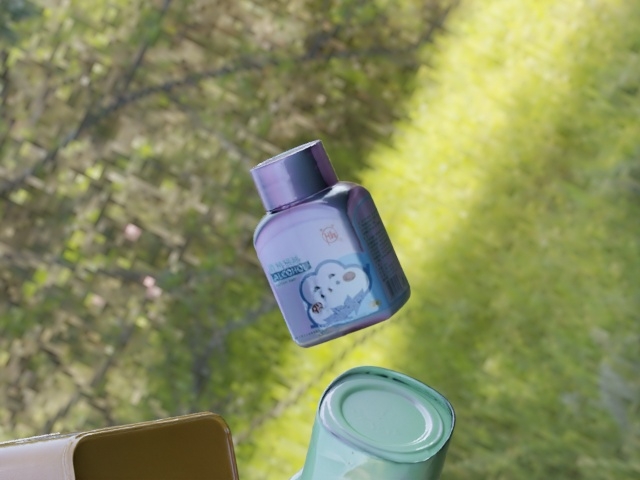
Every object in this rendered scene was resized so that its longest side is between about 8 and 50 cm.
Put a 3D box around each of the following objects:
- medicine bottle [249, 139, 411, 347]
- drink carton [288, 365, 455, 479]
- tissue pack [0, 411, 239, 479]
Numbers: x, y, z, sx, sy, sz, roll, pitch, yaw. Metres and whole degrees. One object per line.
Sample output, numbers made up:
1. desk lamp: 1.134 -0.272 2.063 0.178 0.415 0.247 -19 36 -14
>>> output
1. medicine bottle: 0.000 0.000 1.825 0.119 0.188 0.094 -21 6 23
2. drink carton: 0.039 0.192 1.486 0.144 0.146 0.142 -49 -22 -49
3. tissue pack: -0.228 0.253 1.741 0.274 0.194 0.145 -12 83 47
